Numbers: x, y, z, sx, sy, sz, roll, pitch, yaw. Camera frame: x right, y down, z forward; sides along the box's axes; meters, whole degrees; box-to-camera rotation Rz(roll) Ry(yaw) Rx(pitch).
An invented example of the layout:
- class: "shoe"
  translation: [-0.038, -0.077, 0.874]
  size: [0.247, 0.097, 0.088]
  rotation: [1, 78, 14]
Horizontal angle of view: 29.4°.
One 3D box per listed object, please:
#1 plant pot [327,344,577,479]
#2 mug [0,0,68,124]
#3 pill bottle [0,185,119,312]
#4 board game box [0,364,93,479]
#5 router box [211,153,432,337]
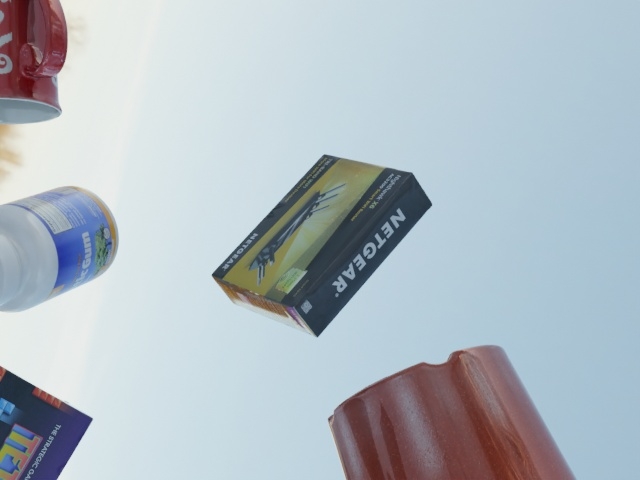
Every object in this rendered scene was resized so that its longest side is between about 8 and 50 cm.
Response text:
- class: "plant pot"
  translation: [0.145, 0.264, 1.238]
  size: [0.272, 0.273, 0.265]
  rotation: [-46, -120, 50]
- class: "mug"
  translation: [-0.300, -0.212, 1.219]
  size: [0.113, 0.150, 0.169]
  rotation: [22, 65, -70]
- class: "pill bottle"
  translation: [-0.415, 0.016, 1.732]
  size: [0.152, 0.152, 0.272]
  rotation: [-63, 168, 21]
- class: "board game box"
  translation: [-0.284, 0.184, 0.983]
  size: [0.048, 0.141, 0.170]
  rotation: [17, -107, 46]
- class: "router box"
  translation: [0.000, 0.000, 2.034]
  size: [0.309, 0.081, 0.243]
  rotation: [-48, -145, -19]
